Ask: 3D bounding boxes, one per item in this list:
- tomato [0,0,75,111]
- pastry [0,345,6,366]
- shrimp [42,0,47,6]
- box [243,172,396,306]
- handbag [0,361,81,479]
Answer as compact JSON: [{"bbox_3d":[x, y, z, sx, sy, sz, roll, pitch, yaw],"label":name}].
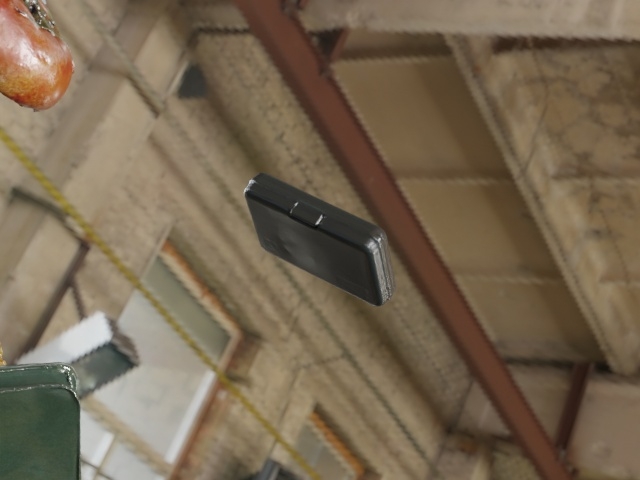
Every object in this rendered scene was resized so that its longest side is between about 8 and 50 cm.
[{"bbox_3d":[-0.425,-0.293,1.810,0.236,0.095,0.236,48,12,-14],"label":"tomato"},{"bbox_3d":[-0.609,0.228,1.968,0.255,0.310,0.162,30,4,-39],"label":"pastry"},{"bbox_3d":[-0.495,-0.341,2.039,0.056,0.165,0.065,53,-46,5],"label":"shrimp"},{"bbox_3d":[0.000,0.000,1.893,0.230,0.050,0.160,27,-27,27],"label":"box"},{"bbox_3d":[-0.452,0.296,1.804,0.248,0.079,0.260,-5,-61,-19],"label":"handbag"}]
